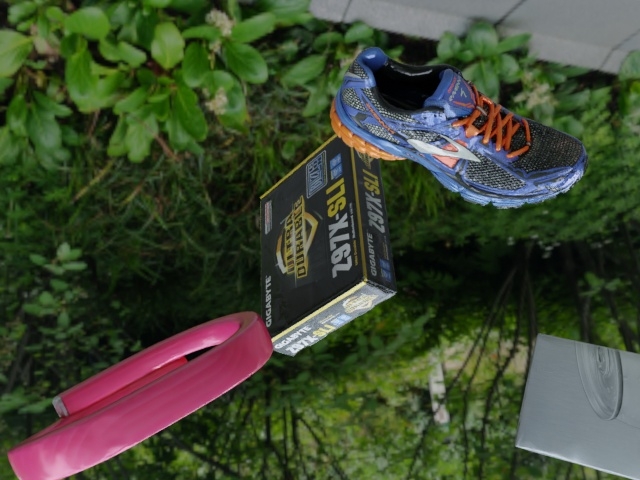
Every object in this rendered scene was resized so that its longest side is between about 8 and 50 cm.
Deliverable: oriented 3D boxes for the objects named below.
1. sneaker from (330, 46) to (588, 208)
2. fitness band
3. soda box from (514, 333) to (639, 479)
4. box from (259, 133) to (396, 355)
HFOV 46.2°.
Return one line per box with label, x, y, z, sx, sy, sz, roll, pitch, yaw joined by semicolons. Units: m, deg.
sneaker;0.111;-0.094;0.617;0.221;0.083;0.087;18;150;11
fitness band;-0.186;0.157;0.793;0.291;0.054;0.209;-28;-174;-28
soda box;0.306;0.152;0.582;0.287;0.098;0.091;11;171;24
box;0.000;0.000;1.284;0.079;0.321;0.257;25;136;-35
